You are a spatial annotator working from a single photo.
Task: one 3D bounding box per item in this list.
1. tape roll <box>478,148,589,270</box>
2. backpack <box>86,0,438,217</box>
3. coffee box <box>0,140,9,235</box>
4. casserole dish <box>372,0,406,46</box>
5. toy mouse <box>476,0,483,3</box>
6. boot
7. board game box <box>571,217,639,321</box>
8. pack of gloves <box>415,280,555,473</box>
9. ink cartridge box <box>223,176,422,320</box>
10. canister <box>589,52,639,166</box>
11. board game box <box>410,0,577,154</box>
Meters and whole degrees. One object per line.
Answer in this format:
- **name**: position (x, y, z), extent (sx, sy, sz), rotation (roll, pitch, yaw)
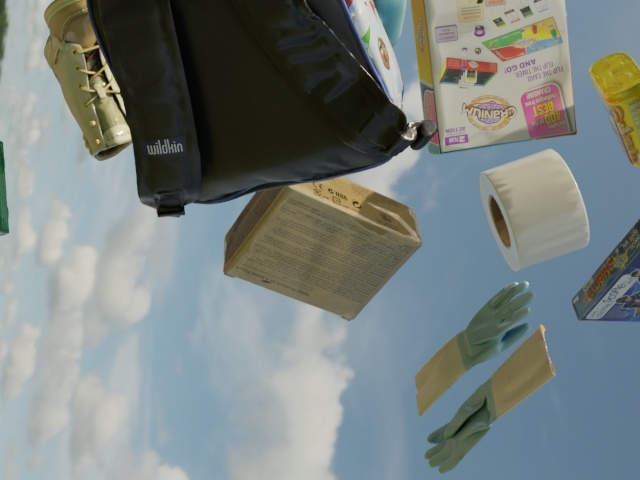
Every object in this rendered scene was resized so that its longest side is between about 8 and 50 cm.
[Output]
- **tape roll**: position (0.486, -0.070, 1.920), extent (0.246, 0.169, 0.246), rotation (-20, 90, -88)
- **backpack**: position (-0.064, -0.185, 0.740), extent (0.213, 0.277, 0.263), rotation (-88, 159, -49)
- **coffee box**: position (-0.397, -0.070, 0.862), extent (0.184, 0.041, 0.113), rotation (23, 58, -72)
- **casserole dish**: position (0.052, -0.278, 0.870), extent (0.114, 0.037, 0.188), rotation (94, -16, -62)
- **toy mouse**: position (0.181, -0.339, 1.034), extent (0.031, 0.161, 0.143), rotation (-52, -145, 41)
- **boot**: position (-0.268, -0.193, 1.002), extent (0.165, 0.077, 0.213), rotation (67, -25, 3)
- **board game box**: position (0.430, 0.037, 1.071), extent (0.201, 0.136, 0.035), rotation (112, -25, -49)
- **pack of gloves**: position (0.207, 0.172, 1.031), extent (0.232, 0.046, 0.195), rotation (-52, -160, 30)
- **ink cartridge box**: position (0.000, 0.000, 1.247), extent (0.193, 0.235, 0.088), rotation (-49, -149, 33)
- **canister**: position (0.541, -0.227, 1.468), extent (0.073, 0.170, 0.126), rotation (-25, -146, 16)
- **board game box**: position (0.276, -0.310, 1.345), extent (0.064, 0.242, 0.316), rotation (-143, -135, -77)
